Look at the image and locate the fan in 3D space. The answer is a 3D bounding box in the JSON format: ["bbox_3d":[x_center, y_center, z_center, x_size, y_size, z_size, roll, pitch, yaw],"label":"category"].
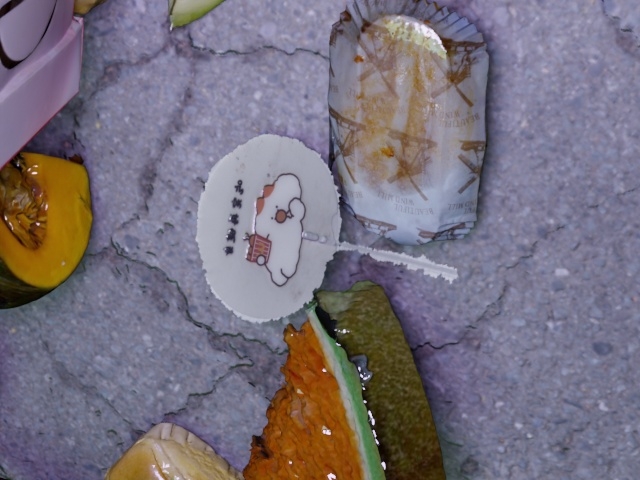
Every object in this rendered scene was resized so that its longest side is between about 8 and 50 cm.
[{"bbox_3d":[0.000,0.000,1.456,0.329,0.009,0.191,12,93,37],"label":"fan"}]

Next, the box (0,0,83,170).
[{"bbox_3d":[-0.380,-0.234,1.226,0.312,0.314,0.300,15,118,6],"label":"box"}]

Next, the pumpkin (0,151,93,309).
[{"bbox_3d":[-0.345,-0.063,1.505,0.139,0.190,0.281,0,127,24],"label":"pumpkin"}]

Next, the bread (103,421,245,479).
[{"bbox_3d":[-0.137,0.319,1.681,0.236,0.106,0.140,41,117,-5],"label":"bread"}]

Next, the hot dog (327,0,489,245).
[{"bbox_3d":[0.086,-0.114,1.422,0.162,0.082,0.271,14,126,20],"label":"hot dog"}]

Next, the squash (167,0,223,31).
[{"bbox_3d":[-0.071,-0.296,1.366,0.169,0.093,0.252,39,133,51],"label":"squash"}]

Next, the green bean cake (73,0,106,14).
[{"bbox_3d":[-0.292,-0.329,1.407,0.224,0.131,0.230,3,116,15],"label":"green bean cake"}]

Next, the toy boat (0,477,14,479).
[{"bbox_3d":[-0.319,0.335,1.701,0.392,0.136,0.079,20,112,-24],"label":"toy boat"}]

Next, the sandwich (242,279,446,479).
[{"bbox_3d":[0.030,0.208,1.554,0.301,0.162,0.250,-43,60,46],"label":"sandwich"}]
